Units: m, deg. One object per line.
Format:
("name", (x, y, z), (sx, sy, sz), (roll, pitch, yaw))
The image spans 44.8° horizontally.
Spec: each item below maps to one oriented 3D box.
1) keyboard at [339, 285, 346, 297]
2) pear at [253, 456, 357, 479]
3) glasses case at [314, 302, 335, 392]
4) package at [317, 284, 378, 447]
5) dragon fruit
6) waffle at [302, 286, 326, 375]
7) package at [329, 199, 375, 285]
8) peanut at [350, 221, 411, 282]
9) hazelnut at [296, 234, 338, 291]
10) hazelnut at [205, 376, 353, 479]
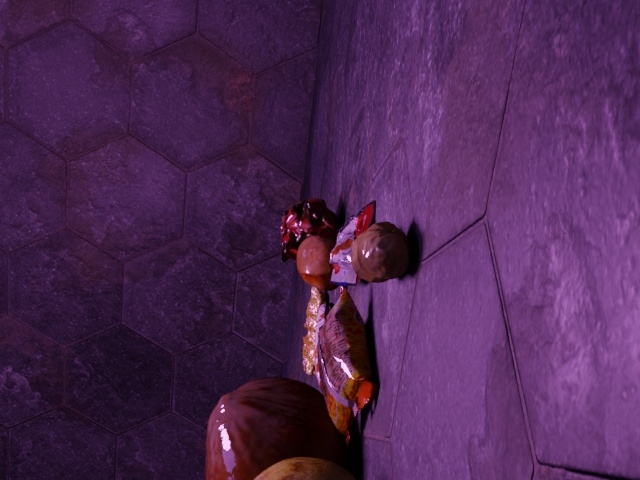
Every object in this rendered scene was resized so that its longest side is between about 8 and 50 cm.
("keyboard", (0.055, 0.212, 2.089), (0.060, 0.018, 0.195), (72, -157, -87))
("pear", (-0.032, 0.540, 1.420), (0.283, 0.283, 0.284), (-175, 90, -84))
("glasses case", (0.026, 0.272, 1.940), (0.267, 0.067, 0.103), (-88, -21, -47))
("package", (0.048, 0.271, 1.686), (0.288, 0.108, 0.223), (-95, 10, -46))
("dragon fruit", (-0.032, -0.017, 2.279), (0.192, 0.193, 0.274), (-52, 19, 19))
("waffle", (-0.018, 0.304, 2.488), (0.312, 0.060, 0.307), (-91, 8, -57))
("package", (0.077, 0.024, 1.851), (0.269, 0.071, 0.194), (148, 126, -66))
("peanut", (0.106, 0.023, 1.404), (0.103, 0.098, 0.229), (-44, 2, -9))
("hazelnut", (0.006, 0.063, 2.104), (0.150, 0.150, 0.150), (-175, 90, -84))
("hazelnut", (-0.098, 0.492, 1.775), (0.409, 0.359, 0.359), (-112, 27, -65))
